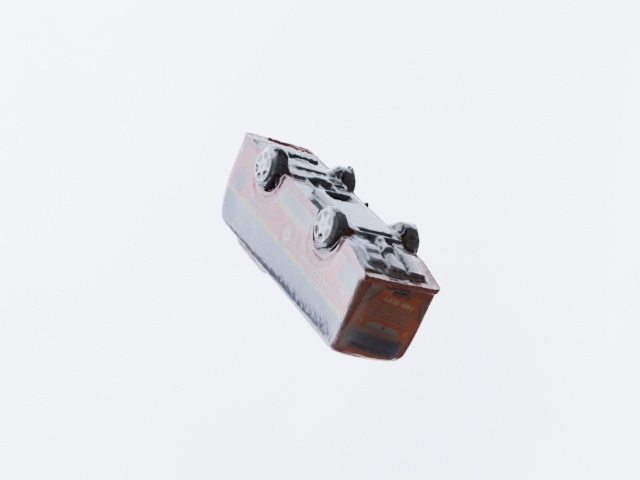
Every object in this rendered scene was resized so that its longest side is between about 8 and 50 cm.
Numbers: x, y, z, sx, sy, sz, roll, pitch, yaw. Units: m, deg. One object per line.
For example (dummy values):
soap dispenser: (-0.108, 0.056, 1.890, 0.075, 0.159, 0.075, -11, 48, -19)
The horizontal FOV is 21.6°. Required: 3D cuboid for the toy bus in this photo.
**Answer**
toy bus: (0.000, 0.000, 1.020, 0.065, 0.192, 0.077, 15, -71, -32)
